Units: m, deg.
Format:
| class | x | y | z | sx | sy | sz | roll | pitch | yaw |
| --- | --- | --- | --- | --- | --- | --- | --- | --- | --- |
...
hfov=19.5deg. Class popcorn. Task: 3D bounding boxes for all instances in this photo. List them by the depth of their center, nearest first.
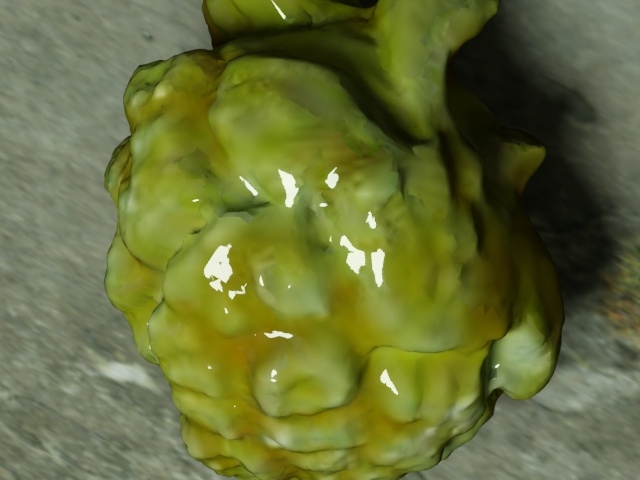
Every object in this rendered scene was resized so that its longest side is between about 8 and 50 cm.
| class | x | y | z | sx | sy | sz | roll | pitch | yaw |
| --- | --- | --- | --- | --- | --- | --- | --- | --- | --- |
| popcorn | -0.004 | -0.007 | 1.127 | 0.274 | 0.279 | 0.335 | -9 | 125 | 40 |
